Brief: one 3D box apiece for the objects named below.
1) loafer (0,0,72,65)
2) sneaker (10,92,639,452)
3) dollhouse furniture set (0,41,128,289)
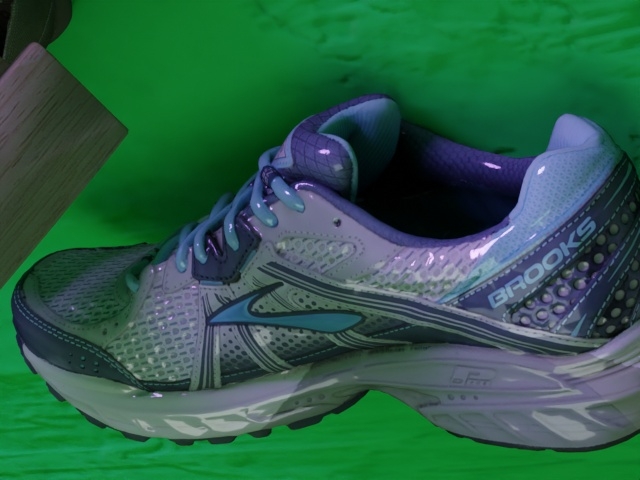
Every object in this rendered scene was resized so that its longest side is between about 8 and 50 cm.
[{"bbox_3d":[-0.122,-0.106,0.656,0.056,0.050,0.148,5,146,19],"label":"loafer"},{"bbox_3d":[0.000,0.000,0.738,0.283,0.110,0.122,-3,125,25],"label":"sneaker"},{"bbox_3d":[-0.228,-0.044,0.642,0.242,0.161,0.212,45,159,-21],"label":"dollhouse furniture set"}]
